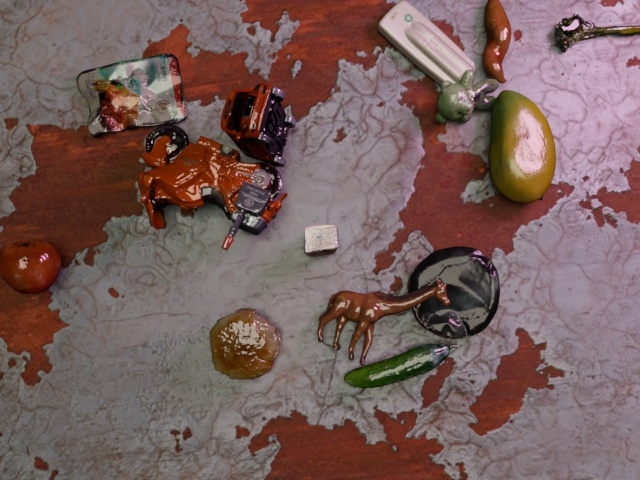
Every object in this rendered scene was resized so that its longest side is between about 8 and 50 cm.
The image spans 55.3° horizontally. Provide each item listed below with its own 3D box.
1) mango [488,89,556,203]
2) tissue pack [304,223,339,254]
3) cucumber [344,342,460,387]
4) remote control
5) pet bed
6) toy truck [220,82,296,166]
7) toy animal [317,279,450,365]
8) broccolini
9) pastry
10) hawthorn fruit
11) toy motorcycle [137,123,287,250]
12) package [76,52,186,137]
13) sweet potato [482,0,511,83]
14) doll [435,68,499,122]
[{"bbox_3d":[0.424,-0.196,1.279,0.137,0.091,0.238,6,85,-4],"label":"mango"},{"bbox_3d":[0.000,0.000,1.273,0.074,0.094,0.059,-6,83,-1],"label":"tissue pack"},{"bbox_3d":[0.170,0.259,1.259,0.250,0.056,0.056,-20,84,3],"label":"cucumber"},{"bbox_3d":[0.233,-0.424,1.329,0.230,0.049,0.090,43,86,7],"label":"remote control"},{"bbox_3d":[0.278,0.109,1.273,0.201,0.053,0.201,0,83,2],"label":"pet bed"},{"bbox_3d":[-0.125,-0.229,1.223,0.114,0.253,0.108,15,85,7],"label":"toy truck"},{"bbox_3d":[0.125,0.149,1.248,0.224,0.066,0.230,27,89,19],"label":"toy animal"},{"bbox_3d":[0.634,-0.459,1.332,0.254,0.071,0.058,-5,43,-5],"label":"broccolini"},{"bbox_3d":[-0.159,0.217,1.265,0.153,0.081,0.153,0,84,-2],"label":"pastry"},{"bbox_3d":[-0.604,0.056,1.286,0.125,0.125,0.140,-38,117,-2],"label":"hawthorn fruit"},{"bbox_3d":[-0.243,-0.102,1.270,0.325,0.148,0.221,22,78,5],"label":"toy motorcycle"},{"bbox_3d":[-0.420,-0.322,1.351,0.231,0.040,0.166,-10,83,0],"label":"package"},{"bbox_3d":[0.382,-0.441,1.322,0.055,0.058,0.202,5,83,-18],"label":"sweet potato"},{"bbox_3d":[0.316,-0.300,1.288,0.150,0.077,0.115,-17,126,-19],"label":"doll"}]
